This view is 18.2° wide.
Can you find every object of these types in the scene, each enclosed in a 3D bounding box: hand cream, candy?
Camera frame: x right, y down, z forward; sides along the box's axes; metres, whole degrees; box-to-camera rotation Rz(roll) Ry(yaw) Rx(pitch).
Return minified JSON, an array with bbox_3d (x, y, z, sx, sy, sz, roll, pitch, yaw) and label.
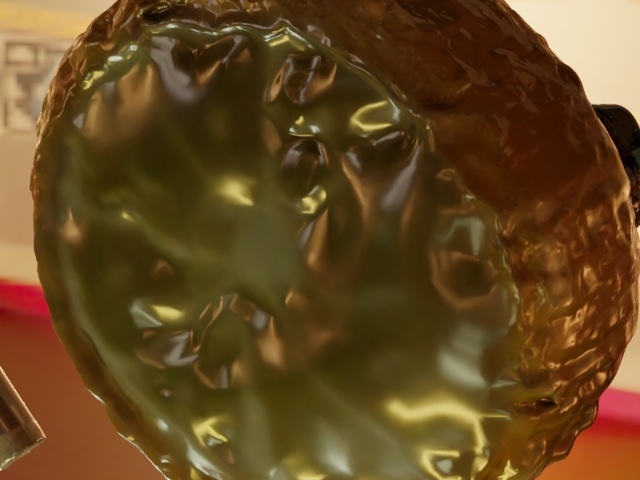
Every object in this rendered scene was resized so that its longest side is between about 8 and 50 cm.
[{"bbox_3d":[-0.306,0.066,1.587,0.048,0.255,0.079,-33,176,7],"label":"hand cream"},{"bbox_3d":[0.000,0.000,0.798,0.260,0.260,0.118,21,-150,27],"label":"candy"}]

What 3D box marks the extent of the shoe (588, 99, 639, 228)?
[{"bbox_3d":[0.108,-0.032,1.050,0.106,0.091,0.207,-29,-166,-22],"label":"shoe"}]
